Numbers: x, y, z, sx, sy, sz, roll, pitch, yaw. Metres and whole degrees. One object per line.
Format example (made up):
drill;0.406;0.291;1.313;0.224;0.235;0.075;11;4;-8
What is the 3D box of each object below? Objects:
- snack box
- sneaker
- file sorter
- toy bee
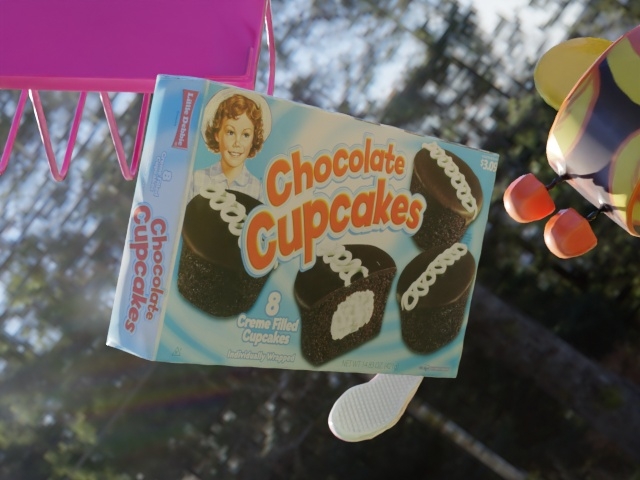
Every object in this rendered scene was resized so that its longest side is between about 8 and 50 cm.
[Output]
snack box;0.000;0.000;1.007;0.322;0.060;0.187;8;-87;-46
sneaker;0.046;0.162;1.279;0.134;0.051;0.070;-36;-19;-48
file sorter;-0.195;-0.174;1.389;0.182;0.290;0.202;86;-173;-52
toy bee;0.156;-0.051;0.624;0.162;0.298;0.195;-44;35;1
